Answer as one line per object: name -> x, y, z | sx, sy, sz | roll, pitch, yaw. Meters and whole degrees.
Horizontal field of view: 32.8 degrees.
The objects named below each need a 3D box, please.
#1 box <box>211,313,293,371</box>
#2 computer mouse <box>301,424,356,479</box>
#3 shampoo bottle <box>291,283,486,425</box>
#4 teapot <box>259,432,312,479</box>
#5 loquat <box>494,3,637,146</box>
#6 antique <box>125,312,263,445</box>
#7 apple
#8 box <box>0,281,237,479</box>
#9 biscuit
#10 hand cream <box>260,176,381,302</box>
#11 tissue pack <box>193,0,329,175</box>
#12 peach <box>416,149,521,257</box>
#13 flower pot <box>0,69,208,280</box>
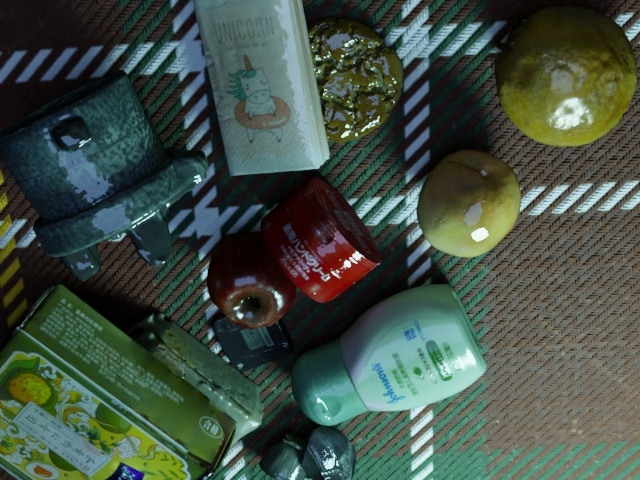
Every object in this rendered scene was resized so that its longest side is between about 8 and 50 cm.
box -> -0.127, 0.177, 2.019 | 0.125, 0.027, 0.126 | -23, 114, 9
computer mouse -> 0.026, 0.429, 2.103 | 0.062, 0.106, 0.192 | 9, 136, 39
shampoo bottle -> 0.112, 0.222, 1.983 | 0.349, 0.151, 0.222 | -23, 116, 9
teapot -> -0.053, 0.423, 2.121 | 0.092, 0.124, 0.091 | 32, 96, 27
loquat -> 0.393, -0.263, 1.738 | 0.238, 0.193, 0.238 | 2, 120, 3
antique -> -0.247, 0.260, 2.000 | 0.150, 0.125, 0.284 | -36, 112, 13
apple -> -0.118, 0.057, 1.890 | 0.156, 0.158, 0.147 | 2, 130, -4
box -> -0.415, 0.319, 1.922 | 0.420, 0.138, 0.373 | 39, 130, -10
biscuit -> 0.026, -0.262, 1.808 | 0.226, 0.042, 0.226 | 0, 116, -1
hand cream -> 0.000, 0.000, 1.850 | 0.125, 0.193, 0.193 | -40, 111, 15
tissue pack -> -0.096, -0.271, 1.752 | 0.170, 0.071, 0.325 | -2, 113, 21
peach -> 0.252, -0.064, 1.832 | 0.184, 0.184, 0.184 | -1, 116, -2
flower pot -> -0.334, -0.102, 1.738 | 0.299, 0.299, 0.283 | -23, 107, 8
